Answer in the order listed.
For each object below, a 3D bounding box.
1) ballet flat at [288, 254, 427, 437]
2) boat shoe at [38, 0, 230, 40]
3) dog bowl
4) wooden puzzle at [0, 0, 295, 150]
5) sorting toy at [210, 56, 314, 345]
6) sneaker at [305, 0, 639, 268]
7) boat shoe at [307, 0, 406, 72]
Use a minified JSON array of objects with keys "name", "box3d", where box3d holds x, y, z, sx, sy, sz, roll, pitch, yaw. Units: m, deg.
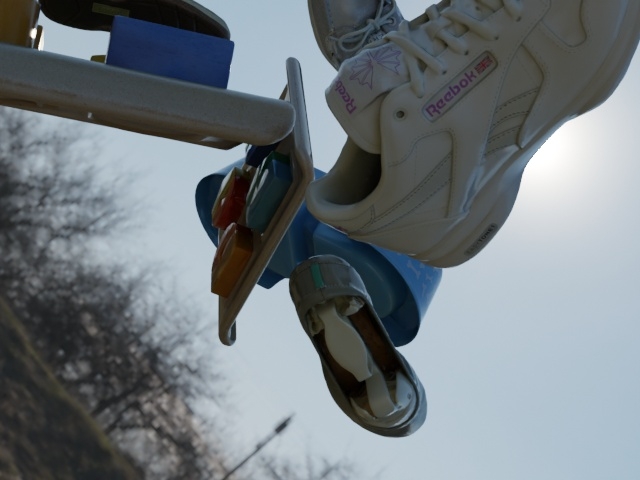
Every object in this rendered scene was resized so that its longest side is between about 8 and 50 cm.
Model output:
[{"name":"ballet flat","box3d":[0.034,0.105,0.908,0.213,0.072,0.068,61,5,-33]},{"name":"boat shoe","box3d":[-0.179,-0.234,1.117,0.190,0.072,0.068,18,-57,-11]},{"name":"dog bowl","box3d":[0.000,0.000,1.208,0.297,0.074,0.166,25,-36,26]},{"name":"wooden puzzle","box3d":[-0.202,-0.141,0.911,0.322,0.080,0.348,11,2,-14]},{"name":"sorting toy","box3d":[-0.060,-0.039,1.009,0.193,0.038,0.208,-97,-152,-55]},{"name":"sneaker","box3d":[0.097,-0.107,0.724,0.305,0.152,0.114,-61,-148,29]},{"name":"boat shoe","box3d":[0.083,-0.217,1.439,0.320,0.118,0.103,68,-12,-19]}]
